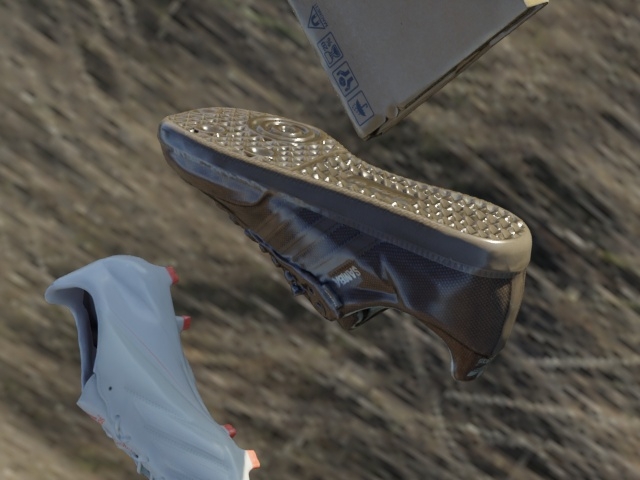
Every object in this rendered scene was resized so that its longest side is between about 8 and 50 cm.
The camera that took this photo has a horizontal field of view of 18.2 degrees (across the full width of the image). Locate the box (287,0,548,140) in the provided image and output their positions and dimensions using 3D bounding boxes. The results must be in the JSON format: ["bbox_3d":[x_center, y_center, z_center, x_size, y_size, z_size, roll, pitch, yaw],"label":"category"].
[{"bbox_3d":[0.024,-0.174,1.065,0.164,0.021,0.201,-36,78,52],"label":"box"}]

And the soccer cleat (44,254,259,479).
[{"bbox_3d":[-0.092,0.100,1.096,0.068,0.076,0.196,-50,58,52],"label":"soccer cleat"}]

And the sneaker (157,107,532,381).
[{"bbox_3d":[0.000,0.000,0.840,0.188,0.066,0.071,24,115,35],"label":"sneaker"}]
